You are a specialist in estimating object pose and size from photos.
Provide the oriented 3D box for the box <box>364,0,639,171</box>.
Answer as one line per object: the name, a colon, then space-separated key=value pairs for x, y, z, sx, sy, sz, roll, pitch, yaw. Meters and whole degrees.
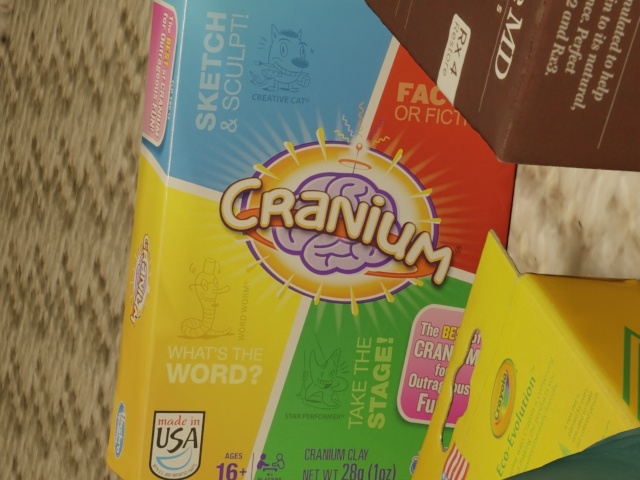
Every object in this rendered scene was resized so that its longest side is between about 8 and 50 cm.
box: x=0.145 y=-0.152 z=0.942 sx=0.203 sy=0.167 sz=0.168 roll=-122 pitch=41 yaw=-55

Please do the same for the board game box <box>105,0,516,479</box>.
board game box: x=0.000 y=0.000 z=1.184 sx=0.064 sy=0.242 sz=0.316 roll=-157 pitch=71 yaw=-65

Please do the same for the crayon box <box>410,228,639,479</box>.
crayon box: x=0.153 y=0.156 z=0.993 sx=0.318 sy=0.081 sz=0.202 roll=-120 pitch=39 yaw=-53

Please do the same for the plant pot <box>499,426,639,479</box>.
plant pot: x=0.077 y=0.227 z=0.753 sx=0.271 sy=0.255 sz=0.272 roll=11 pitch=103 yaw=52
